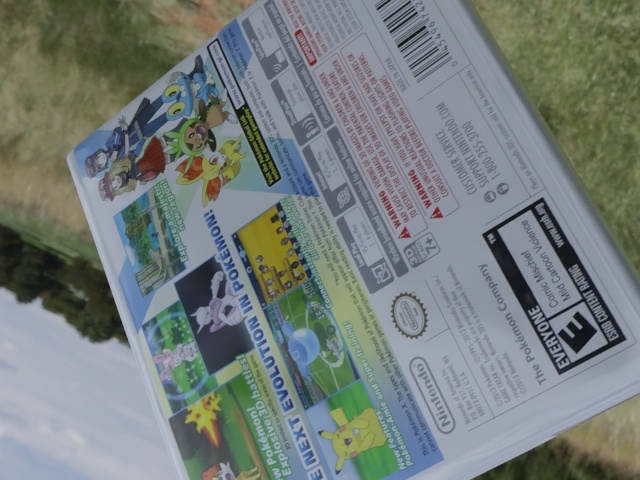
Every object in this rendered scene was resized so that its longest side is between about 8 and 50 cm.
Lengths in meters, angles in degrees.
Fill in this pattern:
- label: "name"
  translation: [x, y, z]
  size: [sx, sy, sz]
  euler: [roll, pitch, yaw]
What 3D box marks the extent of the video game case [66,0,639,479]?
- label: "video game case"
  translation: [0.000, 0.000, 0.537]
  size: [0.036, 0.300, 0.329]
  euler: [18, -137, -59]
